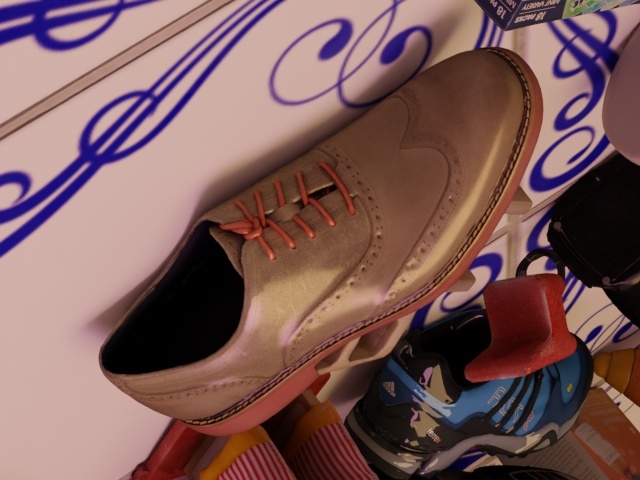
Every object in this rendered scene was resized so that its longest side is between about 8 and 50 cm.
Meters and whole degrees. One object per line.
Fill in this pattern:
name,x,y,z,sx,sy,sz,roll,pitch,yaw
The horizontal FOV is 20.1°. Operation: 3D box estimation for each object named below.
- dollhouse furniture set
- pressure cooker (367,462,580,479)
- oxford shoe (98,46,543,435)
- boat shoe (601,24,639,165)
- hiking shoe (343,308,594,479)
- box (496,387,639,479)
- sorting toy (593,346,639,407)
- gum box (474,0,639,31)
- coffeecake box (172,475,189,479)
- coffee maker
dollhouse furniture set,0.035,0.125,1.335,0.152,0.201,0.374,-11,143,-45
pressure cooker,0.151,0.396,1.700,0.375,0.370,0.420,-4,167,42
oxford shoe,0.000,0.000,1.183,0.348,0.123,0.130,-46,148,13
boat shoe,0.371,-0.171,1.369,0.340,0.127,0.158,-46,146,13
hiking shoe,0.159,0.120,1.593,0.304,0.113,0.132,-16,139,-47
box,0.292,0.251,1.912,0.130,0.170,0.091,-2,136,-52
sorting toy,0.361,0.063,1.792,0.365,0.126,0.127,101,4,-49
gum box,0.197,-0.225,1.158,0.157,0.041,0.184,-17,146,-39
coffeecake box,-0.082,0.260,1.471,0.185,0.142,0.068,-10,142,-46
coffee maker,0.266,0.009,1.575,0.171,0.120,0.178,-19,157,15
